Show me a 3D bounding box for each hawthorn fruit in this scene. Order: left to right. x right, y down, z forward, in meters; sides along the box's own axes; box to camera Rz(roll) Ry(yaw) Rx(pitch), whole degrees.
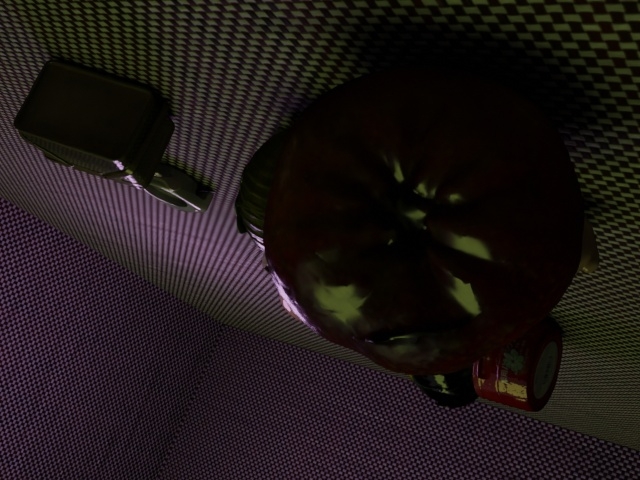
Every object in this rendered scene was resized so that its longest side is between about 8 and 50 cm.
[{"bbox_3d":[0.141,-0.025,1.055,0.402,0.403,0.403,21,166,6],"label":"hawthorn fruit"}]

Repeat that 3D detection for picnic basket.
[{"bbox_3d":[-0.424,-0.221,1.549,0.266,0.165,0.139,18,164,14],"label":"picnic basket"}]

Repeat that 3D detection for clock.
[{"bbox_3d":[-0.369,-0.135,1.986,0.151,0.062,0.191,9,160,44],"label":"clock"}]

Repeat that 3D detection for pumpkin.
[{"bbox_3d":[0.340,0.272,2.088,0.295,0.296,0.296,21,166,6],"label":"pumpkin"}]

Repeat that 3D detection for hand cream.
[{"bbox_3d":[0.478,0.292,1.953,0.149,0.230,0.230,12,163,33],"label":"hand cream"}]

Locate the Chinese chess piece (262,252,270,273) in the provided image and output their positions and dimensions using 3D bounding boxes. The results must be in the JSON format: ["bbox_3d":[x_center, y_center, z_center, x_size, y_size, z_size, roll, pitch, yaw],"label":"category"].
[{"bbox_3d":[-0.032,0.073,2.163,0.249,0.103,0.250,22,167,5],"label":"Chinese chess piece"}]

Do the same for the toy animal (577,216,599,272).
[{"bbox_3d":[0.338,0.008,1.287,0.171,0.171,0.198,24,158,-6],"label":"toy animal"}]

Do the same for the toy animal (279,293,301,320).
[{"bbox_3d":[-0.002,0.174,2.363,0.250,0.154,0.166,22,-152,-4],"label":"toy animal"}]

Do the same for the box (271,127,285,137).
[{"bbox_3d":[0.003,-0.112,1.507,0.242,0.067,0.155,25,164,-10],"label":"box"}]

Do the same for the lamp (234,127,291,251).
[{"bbox_3d":[-0.013,-0.092,1.296,0.250,0.250,0.284,16,121,24],"label":"lamp"}]
